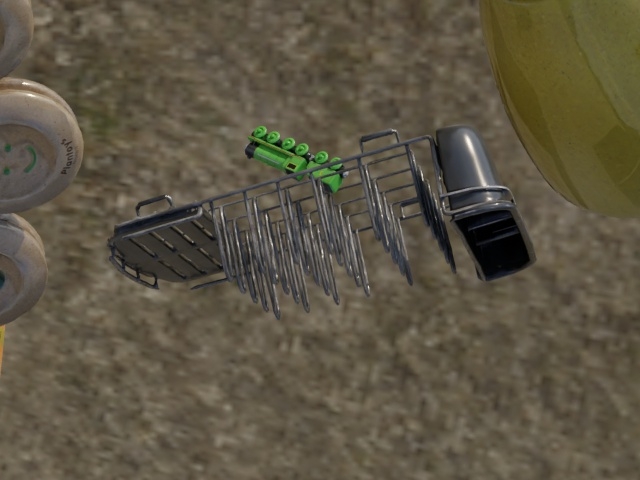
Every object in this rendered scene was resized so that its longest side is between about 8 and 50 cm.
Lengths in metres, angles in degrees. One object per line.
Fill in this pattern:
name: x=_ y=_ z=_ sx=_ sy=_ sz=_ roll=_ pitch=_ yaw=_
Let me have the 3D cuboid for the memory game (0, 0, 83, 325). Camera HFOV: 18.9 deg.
memory game: x=-0.146 y=-0.014 z=0.439 sx=0.186 sy=0.012 sz=0.186 roll=-8 pitch=132 yaw=-9

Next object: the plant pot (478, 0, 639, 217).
plant pot: x=0.111 y=-0.090 z=0.719 sx=0.095 sy=0.134 sz=0.134 roll=40 pitch=69 yaw=-40

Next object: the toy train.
toy train: x=-0.017 y=-0.053 z=1.280 sx=0.024 sy=0.083 sz=0.017 roll=-55 pitch=145 yaw=-17

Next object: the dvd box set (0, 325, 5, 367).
dvd box set: x=-0.319 y=0.204 z=1.267 sx=0.307 sy=0.062 sz=0.420 roll=50 pitch=39 yaw=-63

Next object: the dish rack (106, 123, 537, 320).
dish rack: x=0.000 y=0.000 z=1.289 sx=0.208 sy=0.271 sz=0.074 roll=50 pitch=26 yaw=-73
